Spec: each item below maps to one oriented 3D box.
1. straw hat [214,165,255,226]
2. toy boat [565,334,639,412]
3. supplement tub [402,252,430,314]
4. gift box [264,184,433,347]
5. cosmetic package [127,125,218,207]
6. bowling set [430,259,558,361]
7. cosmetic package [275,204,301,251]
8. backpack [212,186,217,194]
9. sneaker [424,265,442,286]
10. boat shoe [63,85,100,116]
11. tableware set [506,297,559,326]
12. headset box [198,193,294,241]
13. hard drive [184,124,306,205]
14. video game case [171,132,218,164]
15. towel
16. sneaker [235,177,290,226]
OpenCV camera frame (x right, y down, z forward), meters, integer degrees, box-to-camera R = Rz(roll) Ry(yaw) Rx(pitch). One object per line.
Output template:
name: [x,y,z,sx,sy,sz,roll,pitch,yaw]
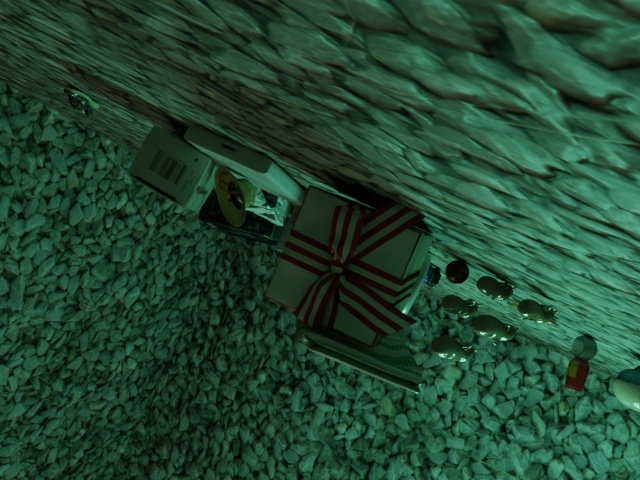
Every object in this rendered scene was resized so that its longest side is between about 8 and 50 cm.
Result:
straw hat: [-0.183,-0.108,1.820,0.061,0.145,0.144,-19,-156,-31]
toy boat: [0.795,0.354,2.051,0.318,0.148,0.267,15,177,31]
supplement tub: [0.112,0.060,1.924,0.272,0.191,0.191,26,177,3]
gift box: [0.080,0.043,1.480,0.276,0.255,0.258,19,-175,15]
cosmetic package: [-0.334,-0.159,1.861,0.153,0.129,0.296,30,179,-1]
bowling set: [0.369,0.138,1.780,0.287,0.200,0.154,-26,152,28]
cosmetic package: [0.000,0.000,2.190,0.183,0.152,0.151,26,178,-15]
backpack: [-0.312,-0.182,2.270,0.105,0.084,0.114,30,178,34]
sneaker: [0.288,0.089,2.200,0.084,0.058,0.152,31,-176,28]
boat shoe: [-0.640,-0.368,2.121,0.056,0.049,0.152,25,177,17]
tableware set: [0.562,0.191,2.105,0.141,0.020,0.168,27,179,13]
headset box: [-0.204,-0.072,2.547,0.283,0.131,0.246,14,173,19]
hard drive: [-0.155,-0.160,1.761,0.203,0.040,0.307,25,177,16]
video game case: [-0.306,-0.223,2.105,0.212,0.023,0.193,26,177,-16]
towel: [0.068,0.184,1.529,0.247,0.038,0.325,21,-171,-5]
sneaker: [-0.181,-0.109,2.059,0.153,0.094,0.235,9,170,24]
